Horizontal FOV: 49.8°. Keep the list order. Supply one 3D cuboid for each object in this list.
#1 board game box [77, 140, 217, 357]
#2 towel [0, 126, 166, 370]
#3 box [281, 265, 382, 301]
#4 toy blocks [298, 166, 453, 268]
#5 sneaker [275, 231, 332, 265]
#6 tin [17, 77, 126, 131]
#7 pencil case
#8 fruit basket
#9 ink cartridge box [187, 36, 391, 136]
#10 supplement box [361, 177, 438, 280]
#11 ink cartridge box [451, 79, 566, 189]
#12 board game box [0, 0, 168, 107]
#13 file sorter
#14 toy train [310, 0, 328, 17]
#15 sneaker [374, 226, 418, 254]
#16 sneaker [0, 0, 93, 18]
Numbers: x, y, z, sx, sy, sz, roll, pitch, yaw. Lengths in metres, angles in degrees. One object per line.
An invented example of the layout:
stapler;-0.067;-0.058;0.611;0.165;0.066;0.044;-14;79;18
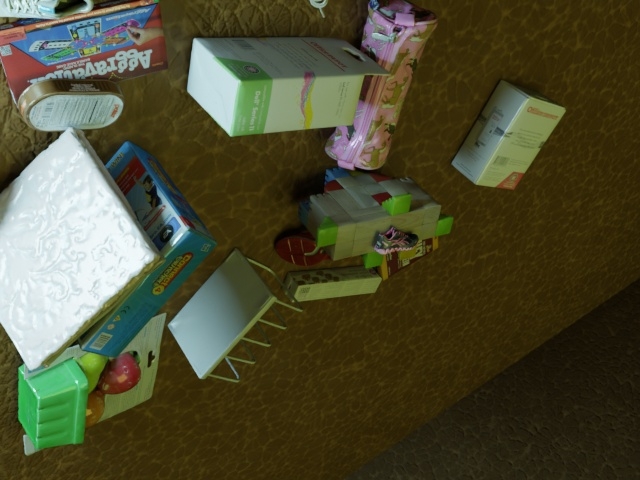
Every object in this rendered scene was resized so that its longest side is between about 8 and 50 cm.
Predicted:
board game box;-0.388;0.012;1.344;0.308;0.302;0.086;-47;142;9
towel;-0.477;0.014;1.247;0.332;0.317;0.053;-40;166;10
box;0.038;0.124;2.012;0.324;0.063;0.067;-4;131;-38
toy blocks;0.102;-0.088;1.716;0.382;0.261;0.190;-13;129;-25
sneaker;0.000;0.000;1.819;0.128;0.221;0.087;-61;148;-57
tin;-0.441;-0.240;1.237;0.190;0.040;0.106;-12;156;-42
pencil case;0.131;-0.345;1.556;0.167;0.160;0.386;-10;134;-35
fruit basket;-0.553;0.338;1.681;0.353;0.165;0.327;-25;143;-44
ink cartridge box;-0.059;-0.316;1.379;0.354;0.207;0.119;-11;131;-32
supplement box;0.188;-0.033;1.878;0.191;0.194;0.129;-30;141;-15
ink cartridge box;0.541;-0.298;1.984;0.207;0.117;0.283;3;125;-42
board game box;-0.411;-0.335;1.210;0.281;0.027;0.145;-22;140;-23
file sorter;-0.210;0.200;1.773;0.277;0.193;0.173;-48;144;9
toy train;0.018;-0.505;1.313;0.105;0.143;0.248;-34;142;-9
sneaker;0.182;-0.005;1.621;0.119;0.047;0.057;-12;118;-27
sneaker;-0.451;-0.381;1.086;0.191;0.083;0.071;-17;138;-26
